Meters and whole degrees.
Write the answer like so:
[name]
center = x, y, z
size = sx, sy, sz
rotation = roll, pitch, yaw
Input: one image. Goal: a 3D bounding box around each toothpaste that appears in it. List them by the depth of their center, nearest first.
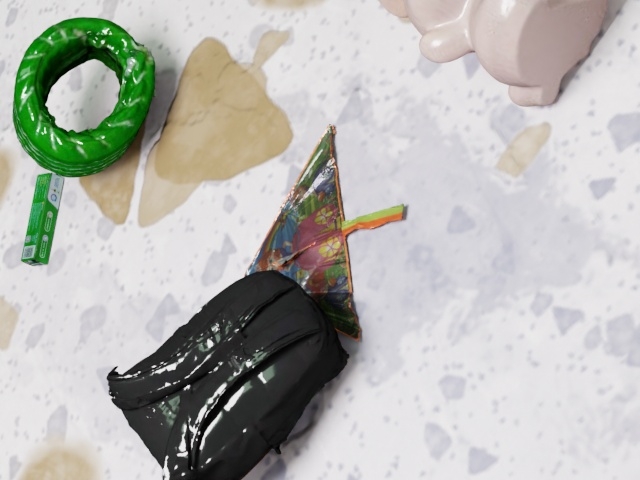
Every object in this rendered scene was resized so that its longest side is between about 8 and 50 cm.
[toothpaste]
center = -0.248, -0.019, 1.533
size = 0.020, 0.017, 0.083
rotation = -7, 67, 42

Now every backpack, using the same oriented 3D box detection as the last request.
[backpack]
center = -0.061, 0.105, 1.260
size = 0.165, 0.106, 0.120
rotation = -36, 59, -1

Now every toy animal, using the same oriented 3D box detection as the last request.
[toy animal]
center = 0.099, -0.185, 1.238
size = 0.212, 0.124, 0.124
rotation = 34, 95, 40

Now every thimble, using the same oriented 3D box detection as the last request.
[thimble]
center = -0.202, -0.123, 1.465
size = 0.130, 0.090, 0.118
rotation = -38, 86, -18

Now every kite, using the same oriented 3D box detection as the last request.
[kite]
center = 0.000, 0.000, 1.315
size = 0.159, 0.010, 0.190
rotation = -26, 57, 30
